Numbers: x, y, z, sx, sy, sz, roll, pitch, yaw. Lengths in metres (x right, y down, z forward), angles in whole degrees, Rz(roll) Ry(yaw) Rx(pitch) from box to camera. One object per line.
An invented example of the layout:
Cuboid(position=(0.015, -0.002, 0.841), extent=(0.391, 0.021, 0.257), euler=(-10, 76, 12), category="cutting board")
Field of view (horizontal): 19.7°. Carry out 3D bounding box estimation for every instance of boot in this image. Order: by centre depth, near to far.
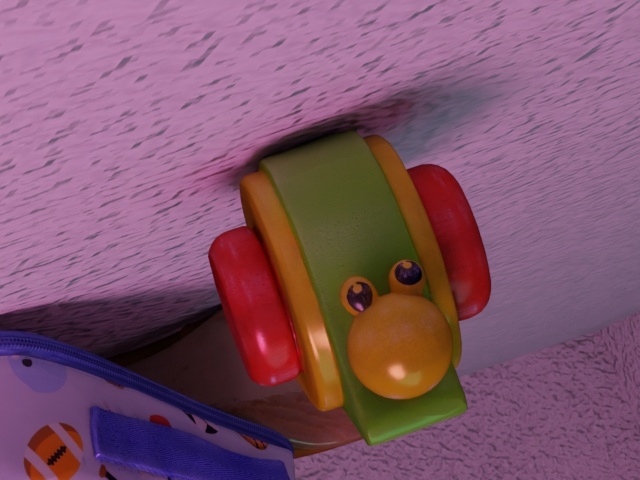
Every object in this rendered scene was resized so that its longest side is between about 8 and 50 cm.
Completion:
Cuboid(position=(-0.081, 0.115, 1.239), extent=(0.295, 0.104, 0.211), euler=(-8, 166, -15), category="boot")

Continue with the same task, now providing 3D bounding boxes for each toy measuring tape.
Cuboid(position=(0.000, 0.000, 0.842), extent=(0.121, 0.121, 0.330), euler=(-19, -166, -6), category="toy measuring tape")

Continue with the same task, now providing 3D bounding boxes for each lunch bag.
Cuboid(position=(-0.153, 0.153, 1.036), extent=(0.243, 0.115, 0.303), euler=(-27, 149, 26), category="lunch bag")
